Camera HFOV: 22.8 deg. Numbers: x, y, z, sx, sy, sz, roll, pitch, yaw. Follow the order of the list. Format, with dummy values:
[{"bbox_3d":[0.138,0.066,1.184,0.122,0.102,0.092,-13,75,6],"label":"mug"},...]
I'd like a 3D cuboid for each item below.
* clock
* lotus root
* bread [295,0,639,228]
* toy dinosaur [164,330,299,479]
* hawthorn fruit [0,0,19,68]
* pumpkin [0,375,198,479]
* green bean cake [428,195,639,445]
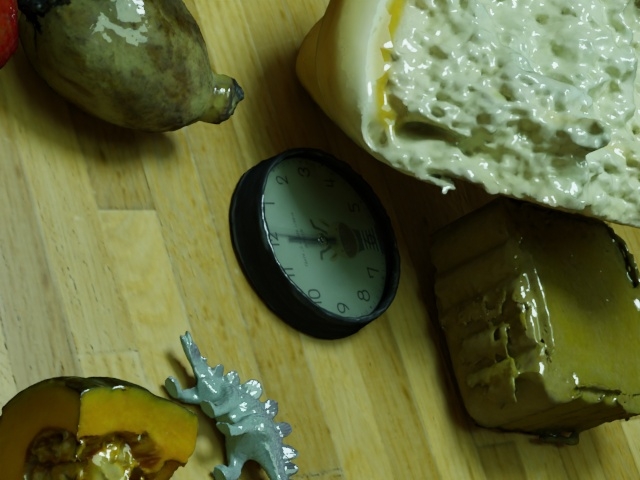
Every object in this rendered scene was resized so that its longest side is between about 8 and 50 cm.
[{"bbox_3d":[0.000,0.000,1.467,0.184,0.040,0.184,25,50,-34],"label":"clock"},{"bbox_3d":[-0.160,-0.157,1.338,0.214,0.138,0.138,36,45,-24],"label":"lotus root"},{"bbox_3d":[0.196,-0.135,1.516,0.424,0.245,0.329,13,60,-12],"label":"bread"},{"bbox_3d":[-0.058,0.165,1.307,0.082,0.039,0.209,-24,85,-52],"label":"toy dinosaur"},{"bbox_3d":[-0.293,-0.164,1.197,0.148,0.148,0.172,63,28,5],"label":"hawthorn fruit"},{"bbox_3d":[-0.167,0.222,1.109,0.131,0.126,0.248,18,73,-47],"label":"pumpkin"},{"bbox_3d":[0.221,0.081,1.576,0.229,0.131,0.224,11,61,-45],"label":"green bean cake"}]
